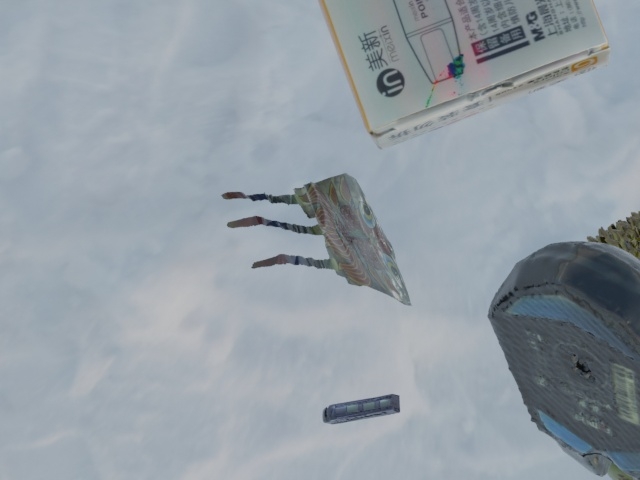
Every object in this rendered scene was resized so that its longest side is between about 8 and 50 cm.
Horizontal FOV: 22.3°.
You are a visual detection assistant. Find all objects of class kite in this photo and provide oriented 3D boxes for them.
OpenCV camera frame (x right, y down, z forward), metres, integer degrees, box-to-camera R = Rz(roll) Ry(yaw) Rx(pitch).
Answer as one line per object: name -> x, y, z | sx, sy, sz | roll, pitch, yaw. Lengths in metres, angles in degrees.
kite -> 0.002, -0.002, 1.282 | 0.016, 0.229, 0.127 | -37, 72, 26

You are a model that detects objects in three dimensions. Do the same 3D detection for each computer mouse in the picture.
computer mouse -> 0.111, 0.045, 0.606 | 0.079, 0.047, 0.135 | 21, 144, 36

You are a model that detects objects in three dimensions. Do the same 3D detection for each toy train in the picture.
toy train -> 0.033, 0.152, 1.456 | 0.083, 0.017, 0.017 | -14, 69, 32

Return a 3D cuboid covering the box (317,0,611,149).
box -> 0.100, -0.236, 1.373 | 0.221, 0.091, 0.274 | -18, 81, 7

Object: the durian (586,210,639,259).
durian -> 0.407, 0.073, 1.854 | 0.293, 0.258, 0.258 | -6, 97, -24

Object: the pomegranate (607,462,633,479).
pomegranate -> 0.299, 0.156, 1.409 | 0.142, 0.114, 0.114 | -32, 94, 13
